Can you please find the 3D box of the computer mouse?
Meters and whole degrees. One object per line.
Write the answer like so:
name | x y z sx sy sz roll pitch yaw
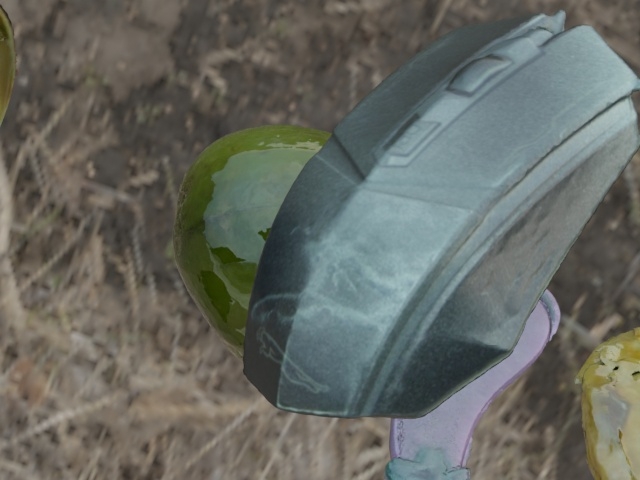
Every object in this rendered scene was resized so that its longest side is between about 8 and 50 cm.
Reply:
computer mouse | 0.046 -0.021 0.856 0.126 0.071 0.231 23 68 42

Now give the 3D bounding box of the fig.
fig | 0.000 0.000 1.540 0.225 0.203 0.203 -16 53 23

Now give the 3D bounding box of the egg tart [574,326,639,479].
egg tart | 0.324 0.183 1.418 0.341 0.129 0.341 42 24 -24

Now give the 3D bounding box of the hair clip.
hair clip | 0.145 0.157 2.087 0.095 0.110 0.358 53 47 -31

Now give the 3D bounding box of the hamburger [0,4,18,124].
hamburger | -0.245 -0.088 0.965 0.137 0.175 0.175 28 49 20
